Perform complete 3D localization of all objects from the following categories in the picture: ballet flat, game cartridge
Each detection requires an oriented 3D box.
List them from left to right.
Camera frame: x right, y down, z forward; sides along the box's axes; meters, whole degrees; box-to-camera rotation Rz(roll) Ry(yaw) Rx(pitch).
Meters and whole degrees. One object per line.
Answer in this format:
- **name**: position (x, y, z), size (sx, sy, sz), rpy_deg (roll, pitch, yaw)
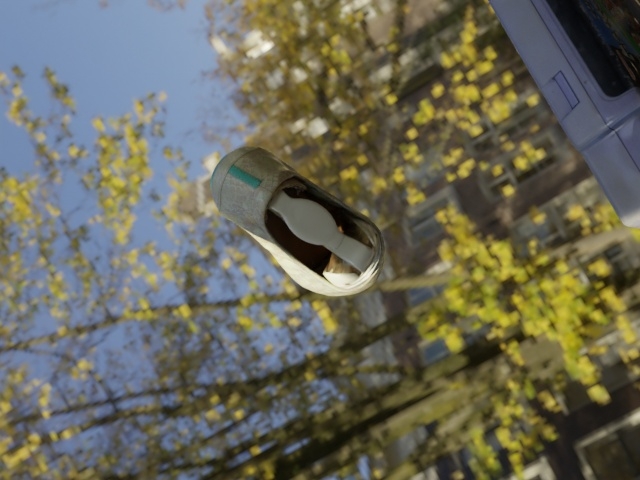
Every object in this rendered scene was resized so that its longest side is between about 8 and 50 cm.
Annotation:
- **ballet flat**: position (0.000, 0.000, 0.695), size (0.052, 0.057, 0.168), rpy_deg (27, 178, 40)
- **game cartridge**: position (0.192, -0.163, 0.863), size (0.230, 0.068, 0.355), rpy_deg (8, -130, -56)
